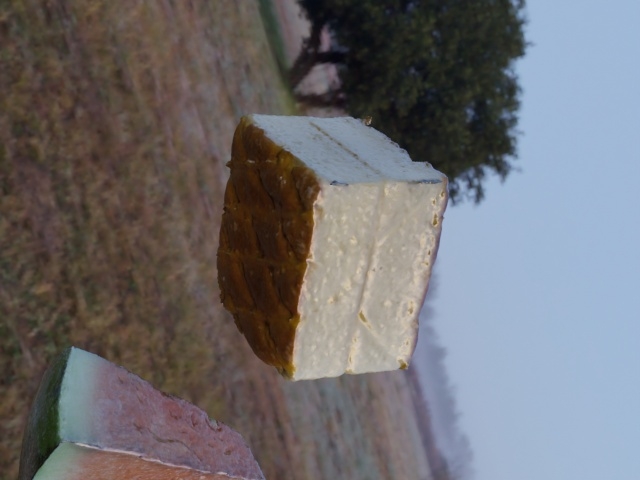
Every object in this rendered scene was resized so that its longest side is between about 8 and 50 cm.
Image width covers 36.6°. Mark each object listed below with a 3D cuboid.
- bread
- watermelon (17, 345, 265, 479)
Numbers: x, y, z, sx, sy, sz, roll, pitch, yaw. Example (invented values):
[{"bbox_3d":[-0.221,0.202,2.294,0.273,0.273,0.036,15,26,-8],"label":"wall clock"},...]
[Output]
[{"bbox_3d":[0.000,0.000,1.270,0.279,0.207,0.279,45,-49,50],"label":"bread"},{"bbox_3d":[-0.187,0.232,1.020,0.193,0.256,0.140,-48,-145,41],"label":"watermelon"}]
